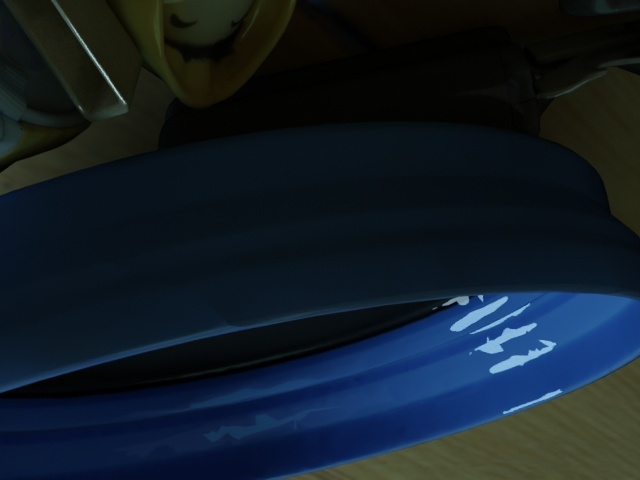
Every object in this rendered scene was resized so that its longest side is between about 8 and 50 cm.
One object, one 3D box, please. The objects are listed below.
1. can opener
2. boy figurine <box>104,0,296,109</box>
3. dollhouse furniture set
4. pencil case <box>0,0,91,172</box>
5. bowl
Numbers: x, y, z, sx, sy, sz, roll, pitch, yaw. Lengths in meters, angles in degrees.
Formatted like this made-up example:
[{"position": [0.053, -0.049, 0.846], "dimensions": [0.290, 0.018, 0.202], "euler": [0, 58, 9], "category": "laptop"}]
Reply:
[{"position": [0.064, -0.089, 0.561], "dimensions": [0.284, 0.076, 0.095], "euler": [-12, 110, 2], "category": "can opener"}, {"position": [-0.005, -0.156, 0.393], "dimensions": [0.177, 0.092, 0.285], "euler": [-20, 156, -53], "category": "boy figurine"}, {"position": [-0.101, -0.075, 0.383], "dimensions": [0.091, 0.081, 0.114], "euler": [-5, 123, 54], "category": "dollhouse furniture set"}, {"position": [-0.217, -0.030, 0.504], "dimensions": [0.273, 0.124, 0.113], "euler": [-27, 149, 21], "category": "pencil case"}, {"position": [-0.039, 0.053, 0.594], "dimensions": [0.391, 0.077, 0.391], "euler": [-11, 163, -4], "category": "bowl"}]
